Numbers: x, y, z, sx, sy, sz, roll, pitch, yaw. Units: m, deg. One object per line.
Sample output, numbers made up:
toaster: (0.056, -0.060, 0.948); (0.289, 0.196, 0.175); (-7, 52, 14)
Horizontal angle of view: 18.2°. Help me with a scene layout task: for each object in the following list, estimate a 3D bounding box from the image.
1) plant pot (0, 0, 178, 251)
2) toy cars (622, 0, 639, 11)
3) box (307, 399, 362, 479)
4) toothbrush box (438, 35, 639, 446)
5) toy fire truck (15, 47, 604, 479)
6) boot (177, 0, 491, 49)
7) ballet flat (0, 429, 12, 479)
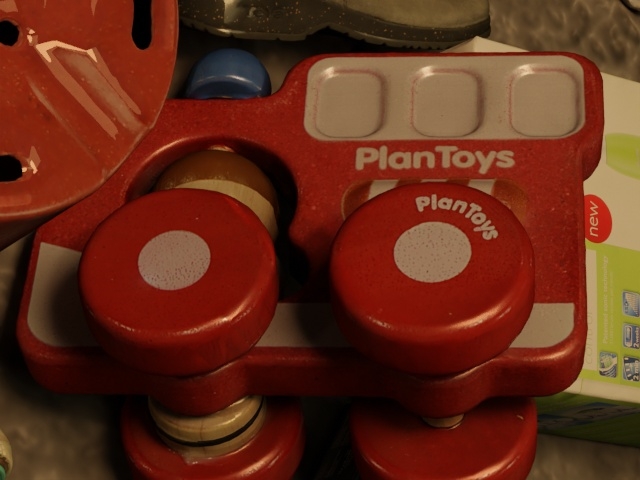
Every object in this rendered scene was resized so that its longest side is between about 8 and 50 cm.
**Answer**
plant pot: (-0.214, -0.081, 0.895); (0.272, 0.265, 0.272); (11, 72, -35)
toy cars: (0.192, -0.340, 1.380); (0.176, 0.087, 0.394); (-18, 90, -39)
box: (0.044, 0.227, 1.148); (0.175, 0.051, 0.220); (41, 58, -22)
toothbrush box: (0.168, 0.012, 1.253); (0.283, 0.122, 0.206); (12, 71, -33)
toy fire truck: (0.000, 0.000, 1.068); (0.169, 0.302, 0.254); (81, 11, -49)
boot: (0.017, -0.197, 1.175); (0.246, 0.083, 0.161); (-1, 102, -41)
ballet flat: (-0.231, 0.098, 0.982); (0.168, 0.057, 0.052); (11, 45, -39)
